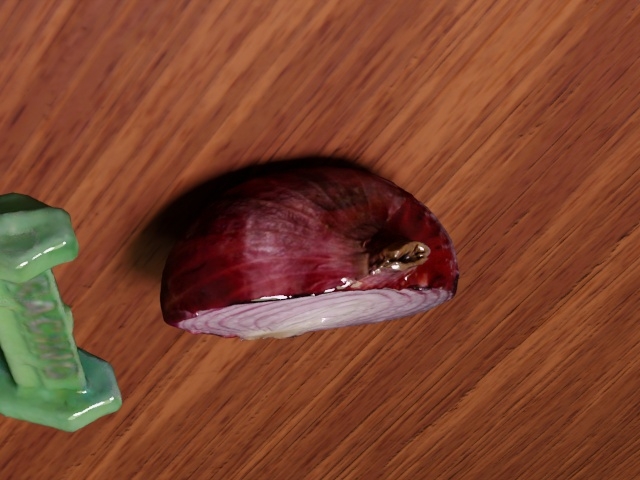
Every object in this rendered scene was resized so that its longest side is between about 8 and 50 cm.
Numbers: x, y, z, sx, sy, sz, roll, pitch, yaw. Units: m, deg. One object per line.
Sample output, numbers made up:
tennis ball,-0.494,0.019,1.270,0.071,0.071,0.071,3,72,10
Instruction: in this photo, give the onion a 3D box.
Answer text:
onion,0.000,0.000,0.786,0.206,0.098,0.151,1,160,-37

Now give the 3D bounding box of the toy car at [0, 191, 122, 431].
toy car,-0.295,0.034,0.570,0.358,0.176,0.213,-17,143,-14
